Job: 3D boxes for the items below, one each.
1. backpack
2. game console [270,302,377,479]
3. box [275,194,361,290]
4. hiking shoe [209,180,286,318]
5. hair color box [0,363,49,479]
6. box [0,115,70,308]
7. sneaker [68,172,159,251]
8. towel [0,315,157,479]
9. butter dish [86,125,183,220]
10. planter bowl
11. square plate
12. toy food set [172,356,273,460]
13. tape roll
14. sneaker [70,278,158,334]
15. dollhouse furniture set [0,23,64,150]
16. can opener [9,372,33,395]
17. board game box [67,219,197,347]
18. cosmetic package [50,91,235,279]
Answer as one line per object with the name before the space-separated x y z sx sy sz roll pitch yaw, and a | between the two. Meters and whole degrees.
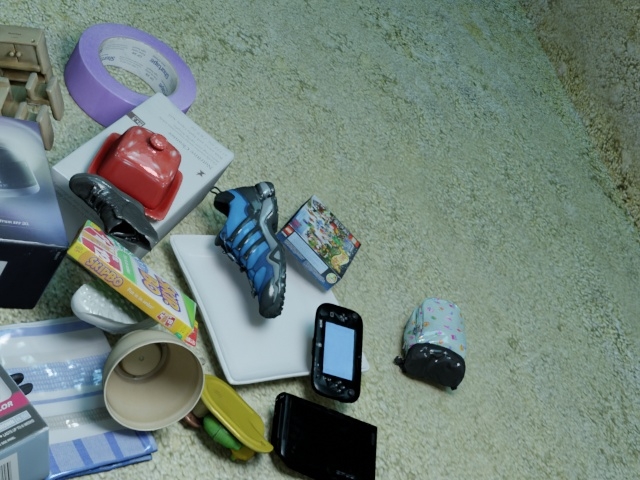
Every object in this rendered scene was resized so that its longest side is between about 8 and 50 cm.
backpack | 0.246 0.213 2.159 0.152 0.115 0.182 25 36 -15
game console | 0.015 0.275 1.883 0.213 0.044 0.361 25 50 -28
box | 0.000 0.000 2.164 0.159 0.044 0.233 46 21 -5
hiking shoe | -0.139 0.025 1.975 0.132 0.113 0.304 -6 56 -7
hair color box | -0.542 0.203 1.362 0.185 0.113 0.374 -25 52 -35
box | -0.604 -0.062 1.650 0.296 0.182 0.294 7 46 -38
sneaker | -0.351 -0.048 1.703 0.170 0.051 0.089 30 29 -21
towel | -0.400 0.245 1.626 0.209 0.034 0.285 -4 54 -43
butter dish | -0.309 -0.142 1.787 0.160 0.118 0.160 31 38 -12
planter bowl | -0.280 0.210 1.627 0.162 0.162 0.109 16 15 -29
square plate | -0.106 0.135 1.988 0.347 0.049 0.344 1 50 -41
toy food set | -0.180 0.303 1.738 0.218 0.071 0.128 45 12 5
tape roll | -0.413 -0.350 2.202 0.275 0.090 0.274 24 38 -20
sneaker | -0.344 0.123 1.701 0.235 0.095 0.090 12 49 -61
dollhouse furniture set | -0.588 -0.262 1.900 0.212 0.161 0.242 7 54 1
can opener | -0.512 0.240 1.496 0.186 0.073 0.059 -11 52 -45
board game box | -0.298 0.072 1.665 0.259 0.039 0.124 42 9 -15
cosmetic package | -0.357 -0.106 1.933 0.217 0.156 0.385 39 35 -3
